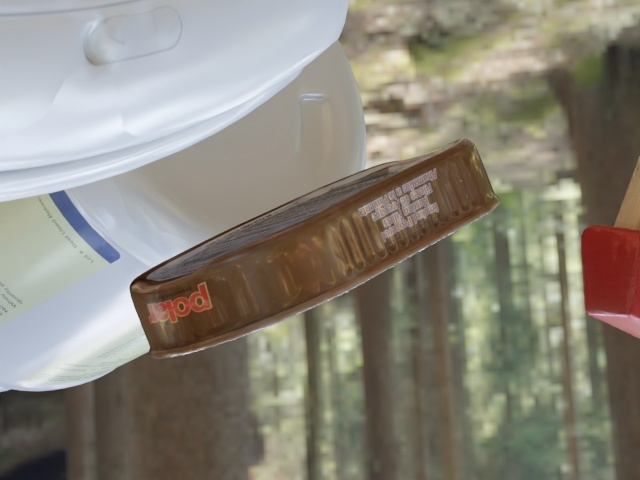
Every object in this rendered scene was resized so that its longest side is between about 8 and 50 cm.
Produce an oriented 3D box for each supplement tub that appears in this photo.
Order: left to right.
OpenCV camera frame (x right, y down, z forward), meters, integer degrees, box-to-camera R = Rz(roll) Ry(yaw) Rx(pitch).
[{"bbox_3d":[-0.152,-0.038,1.178,0.235,0.235,0.325,5,159,-40],"label":"supplement tub"}]

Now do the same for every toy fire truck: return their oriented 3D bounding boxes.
[{"bbox_3d":[0.191,-0.054,0.804,0.135,0.192,0.047,-4,160,44],"label":"toy fire truck"}]

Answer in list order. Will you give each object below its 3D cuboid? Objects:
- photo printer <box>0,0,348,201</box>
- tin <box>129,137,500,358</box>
[{"bbox_3d":[-0.140,-0.156,0.596,0.256,0.307,0.107,-16,164,-40],"label":"photo printer"},{"bbox_3d":[0.000,0.000,0.780,0.106,0.040,0.189,-11,-169,42],"label":"tin"}]
